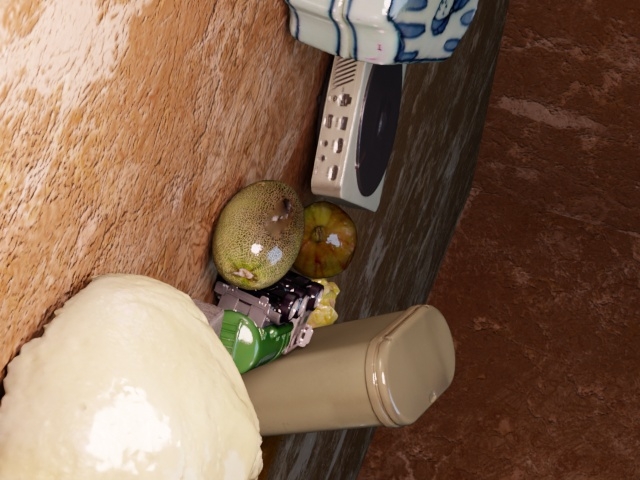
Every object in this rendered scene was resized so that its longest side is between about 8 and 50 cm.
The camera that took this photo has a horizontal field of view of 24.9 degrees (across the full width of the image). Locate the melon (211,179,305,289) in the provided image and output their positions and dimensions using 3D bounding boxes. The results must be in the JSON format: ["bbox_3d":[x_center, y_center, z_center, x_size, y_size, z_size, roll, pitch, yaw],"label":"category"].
[{"bbox_3d":[-0.069,-0.010,1.645,0.162,0.099,0.099,-69,170,-52],"label":"melon"}]

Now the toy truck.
[{"bbox_3d":[-0.075,0.097,1.791,0.242,0.101,0.125,-15,127,-75],"label":"toy truck"}]

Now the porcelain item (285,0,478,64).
[{"bbox_3d":[0.095,-0.348,1.666,0.281,0.157,0.285,-12,119,-62],"label":"porcelain item"}]

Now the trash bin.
[{"bbox_3d":[0.028,0.177,1.935,0.243,0.247,0.121,-32,109,-60],"label":"trash bin"}]

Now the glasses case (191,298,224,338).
[{"bbox_3d":[-0.155,0.170,1.621,0.071,0.047,0.205,-47,153,-59],"label":"glasses case"}]

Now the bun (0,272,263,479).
[{"bbox_3d":[-0.158,0.218,1.255,0.364,0.202,0.364,16,90,-82],"label":"bun"}]

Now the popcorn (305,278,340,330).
[{"bbox_3d":[-0.021,0.097,2.084,0.109,0.097,0.089,154,-55,-67],"label":"popcorn"}]

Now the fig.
[{"bbox_3d":[0.000,0.000,2.019,0.155,0.103,0.109,-32,115,-87],"label":"fig"}]

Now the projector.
[{"bbox_3d":[0.051,-0.179,2.034,0.259,0.079,0.257,15,85,-77],"label":"projector"}]

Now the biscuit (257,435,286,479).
[{"bbox_3d":[-0.087,0.241,2.109,0.301,0.043,0.278,61,47,-72],"label":"biscuit"}]
